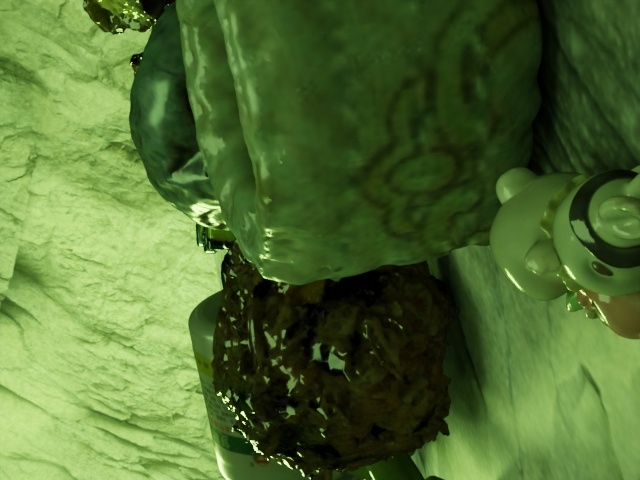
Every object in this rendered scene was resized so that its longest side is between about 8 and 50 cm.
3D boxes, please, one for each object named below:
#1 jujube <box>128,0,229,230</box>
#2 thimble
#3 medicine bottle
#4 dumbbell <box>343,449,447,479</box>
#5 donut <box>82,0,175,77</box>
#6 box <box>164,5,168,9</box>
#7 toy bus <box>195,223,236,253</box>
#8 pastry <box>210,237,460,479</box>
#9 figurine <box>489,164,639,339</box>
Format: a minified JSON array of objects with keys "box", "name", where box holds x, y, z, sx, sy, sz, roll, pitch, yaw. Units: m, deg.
[{"box":[-0.069,-0.126,1.004,0.308,0.215,0.246,-70,3,-88],"name":"jujube"},{"box":[0.013,-0.118,0.686,0.291,0.195,0.291,169,90,-79],"name":"thimble"},{"box":[-0.046,0.235,1.343,0.208,0.208,0.339,-135,34,-70],"name":"medicine bottle"},{"box":[0.075,0.232,0.977,0.302,0.108,0.121,-127,35,-65],"name":"dumbbell"},{"box":[-0.139,-0.276,1.168,0.136,0.259,0.345,33,155,29],"name":"donut"},{"box":[-0.181,-0.404,1.542,0.396,0.111,0.396,-138,37,-69],"name":"box"},{"box":[-0.140,-0.056,1.659,0.262,0.128,0.150,-155,64,-78],"name":"toy bus"},{"box":[-0.009,0.092,0.898,0.275,0.193,0.275,23,119,47],"name":"pastry"},{"box":[0.152,0.001,0.498,0.098,0.081,0.146,35,173,-15],"name":"figurine"}]
